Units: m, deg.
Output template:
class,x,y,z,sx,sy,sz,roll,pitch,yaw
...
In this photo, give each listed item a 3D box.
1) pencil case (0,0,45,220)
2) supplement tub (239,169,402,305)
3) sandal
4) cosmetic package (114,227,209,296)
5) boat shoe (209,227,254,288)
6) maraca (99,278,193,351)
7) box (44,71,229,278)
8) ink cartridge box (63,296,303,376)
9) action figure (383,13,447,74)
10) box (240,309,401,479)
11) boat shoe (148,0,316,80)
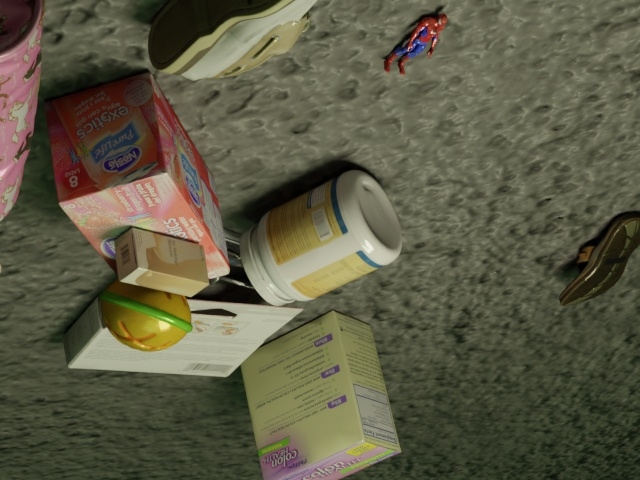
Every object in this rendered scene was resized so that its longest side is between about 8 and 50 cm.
class,x,y,z,sx,sy,sz,roll,pitch,yaw
pencil case,-0.402,-0.156,1.701,0.160,0.167,0.386,25,146,-1
supplement tub,0.000,0.000,2.179,0.200,0.144,0.144,-26,150,24
sandal,0.460,0.026,2.532,0.090,0.060,0.219,-5,138,-28
cosmetic package,-0.197,0.028,1.910,0.115,0.060,0.041,14,145,-43
boat shoe,-0.157,0.030,2.245,0.080,0.076,0.228,-32,147,33
maraca,-0.226,0.094,1.988,0.127,0.099,0.185,24,173,-2
box,-0.227,-0.062,1.954,0.142,0.154,0.300,-16,154,6
ink cartridge box,-0.218,0.130,2.422,0.296,0.066,0.261,7,147,-34
action figure,0.122,-0.244,1.894,0.038,0.030,0.115,10,143,-29
box,-0.003,0.278,2.604,0.213,0.243,0.117,-28,149,27
boat shoe,-0.064,-0.267,1.692,0.103,0.113,0.302,11,155,-40
